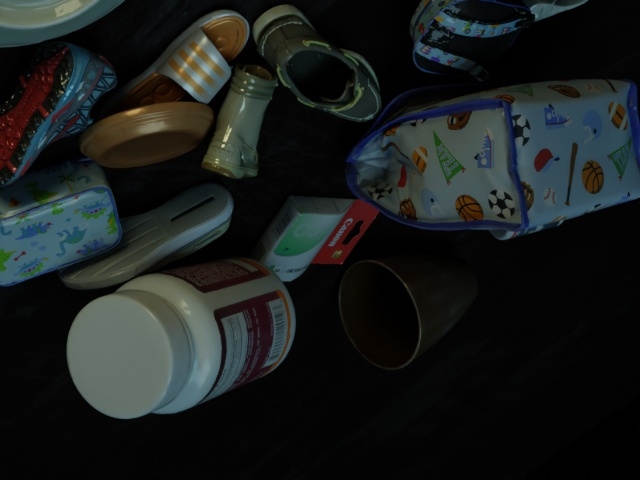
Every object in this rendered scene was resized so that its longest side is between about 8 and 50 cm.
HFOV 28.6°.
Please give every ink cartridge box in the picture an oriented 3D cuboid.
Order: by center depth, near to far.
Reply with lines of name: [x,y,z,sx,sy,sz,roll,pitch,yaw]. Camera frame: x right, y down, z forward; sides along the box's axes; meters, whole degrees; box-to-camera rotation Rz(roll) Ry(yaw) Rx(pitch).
ink cartridge box: [0.000,0.000,2.253,0.225,0.056,0.181,4,136,-36]

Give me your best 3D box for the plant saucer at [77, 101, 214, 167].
plant saucer: [-0.248,-0.147,1.811,0.200,0.037,0.200,-14,171,-2]

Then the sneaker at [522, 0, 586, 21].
sneaker: [0.352,-0.376,1.978,0.152,0.053,0.061,-12,169,15]

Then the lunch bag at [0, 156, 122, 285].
lunch bag: [-0.414,-0.026,1.882,0.219,0.090,0.176,-20,145,-12]

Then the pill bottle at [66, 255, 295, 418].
pill bottle: [-0.219,0.154,2.031,0.224,0.224,0.392,-43,167,22]

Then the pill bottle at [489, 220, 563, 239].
pill bottle: [0.409,-0.071,2.398,0.180,0.108,0.108,-14,145,-21]

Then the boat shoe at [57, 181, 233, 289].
boat shoe: [-0.273,0.010,2.022,0.302,0.109,0.094,-24,149,-11]

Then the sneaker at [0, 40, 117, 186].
sneaker: [-0.369,-0.159,1.722,0.125,0.104,0.262,1,145,-49]

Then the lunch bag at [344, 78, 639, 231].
lunch bag: [0.272,-0.140,2.025,0.328,0.239,0.385,-11,-176,-37]

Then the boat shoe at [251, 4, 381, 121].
boat shoe: [0.009,-0.242,1.888,0.109,0.091,0.305,-38,146,15]

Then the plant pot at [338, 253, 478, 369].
plant pot: [0.190,0.112,2.429,0.230,0.215,0.215,-19,149,-40]

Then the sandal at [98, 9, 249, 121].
sandal: [-0.197,-0.217,1.789,0.265,0.076,0.102,-38,146,14]

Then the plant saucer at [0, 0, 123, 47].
plant saucer: [-0.342,-0.358,1.473,0.400,0.100,0.400,-18,146,-13]

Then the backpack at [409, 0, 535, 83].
backpack: [0.206,-0.325,1.893,0.173,0.117,0.158,1,138,-37]

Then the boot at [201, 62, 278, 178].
boot: [-0.113,-0.181,1.883,0.213,0.077,0.165,-50,159,-81]
